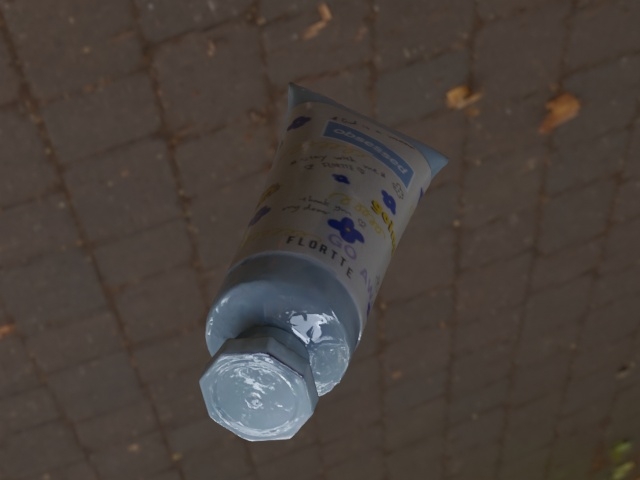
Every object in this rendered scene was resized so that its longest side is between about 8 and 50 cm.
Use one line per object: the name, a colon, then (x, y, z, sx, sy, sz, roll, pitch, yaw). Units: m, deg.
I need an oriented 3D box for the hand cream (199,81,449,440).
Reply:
hand cream: (0.000, 0.000, 0.465, 0.065, 0.170, 0.043, 26, 122, -3)
